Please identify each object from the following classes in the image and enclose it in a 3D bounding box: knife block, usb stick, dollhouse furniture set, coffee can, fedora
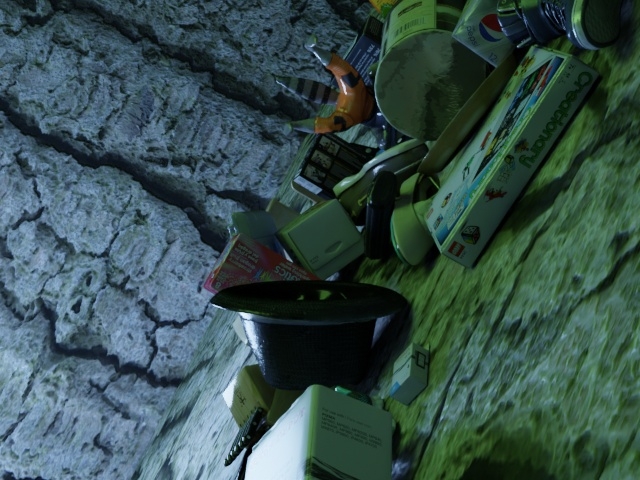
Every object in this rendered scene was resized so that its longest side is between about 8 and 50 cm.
[{"bbox_3d":[-0.044,0.318,1.460,0.275,0.242,0.088,-5,-36,-44],"label":"knife block"},{"bbox_3d":[0.103,-0.038,1.512,0.278,0.045,0.077,84,-152,-71],"label":"usb stick"},{"bbox_3d":[-0.122,0.031,2.306,0.355,0.173,0.303,-44,19,57],"label":"dollhouse furniture set"},{"bbox_3d":[0.206,-0.330,1.613,0.202,0.201,0.275,-55,12,30],"label":"coffee can"},{"bbox_3d":[-0.021,0.151,1.388,0.334,0.333,0.153,-165,75,-79],"label":"fedora"}]

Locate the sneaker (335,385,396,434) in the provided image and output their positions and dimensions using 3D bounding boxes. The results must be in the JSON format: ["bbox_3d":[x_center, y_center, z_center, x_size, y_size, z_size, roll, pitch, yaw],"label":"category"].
[{"bbox_3d":[0.049,0.240,1.175,0.065,0.076,0.166,-61,10,2],"label":"sneaker"}]

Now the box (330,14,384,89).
[{"bbox_3d":[0.152,-0.382,1.997,0.153,0.207,0.108,-52,13,36],"label":"box"}]

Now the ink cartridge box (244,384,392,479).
[{"bbox_3d":[-0.013,0.336,1.016,0.197,0.114,0.273,-52,22,39],"label":"ink cartridge box"}]

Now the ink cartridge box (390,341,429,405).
[{"bbox_3d":[0.119,0.170,1.161,0.048,0.028,0.083,-54,12,33],"label":"ink cartridge box"}]

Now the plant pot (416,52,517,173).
[{"bbox_3d":[0.239,-0.192,1.392,0.236,0.032,0.236,-49,-5,-6],"label":"plant pot"}]

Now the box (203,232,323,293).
[{"bbox_3d":[-0.084,0.101,1.693,0.123,0.256,0.128,-61,10,-10],"label":"box"}]

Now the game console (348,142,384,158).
[{"bbox_3d":[0.102,-0.191,2.086,0.085,0.124,0.144,88,-159,-54],"label":"game console"}]

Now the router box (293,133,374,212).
[{"bbox_3d":[0.048,-0.147,1.947,0.133,0.178,0.046,-63,13,-19],"label":"router box"}]

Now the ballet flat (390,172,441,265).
[{"bbox_3d":[0.164,-0.048,1.422,0.086,0.086,0.248,-55,11,28],"label":"ballet flat"}]

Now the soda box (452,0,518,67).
[{"bbox_3d":[0.301,-0.391,1.500,0.091,0.098,0.286,-53,4,30],"label":"soda box"}]

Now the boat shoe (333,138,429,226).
[{"bbox_3d":[0.126,-0.110,1.701,0.116,0.097,0.324,-20,-5,-27],"label":"boat shoe"}]

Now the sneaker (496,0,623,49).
[{"bbox_3d":[0.308,-0.292,1.164,0.163,0.086,0.226,-16,25,34],"label":"sneaker"}]

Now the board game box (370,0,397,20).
[{"bbox_3d":[0.229,-0.724,1.856,0.356,0.356,0.356,-41,7,-10],"label":"board game box"}]

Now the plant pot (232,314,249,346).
[{"bbox_3d":[-0.137,0.209,2.108,0.109,0.109,0.096,-57,23,20],"label":"plant pot"}]

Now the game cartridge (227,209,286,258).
[{"bbox_3d":[-0.111,0.081,1.853,0.062,0.297,0.198,-15,0,18],"label":"game cartridge"}]

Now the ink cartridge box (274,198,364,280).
[{"bbox_3d":[0.000,0.000,1.823,0.128,0.127,0.176,-35,7,-10],"label":"ink cartridge box"}]

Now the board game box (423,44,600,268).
[{"bbox_3d":[0.255,-0.124,1.230,0.305,0.053,0.193,-58,9,14],"label":"board game box"}]

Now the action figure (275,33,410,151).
[{"bbox_3d":[0.092,-0.336,1.838,0.178,0.330,0.342,11,92,57],"label":"action figure"}]
